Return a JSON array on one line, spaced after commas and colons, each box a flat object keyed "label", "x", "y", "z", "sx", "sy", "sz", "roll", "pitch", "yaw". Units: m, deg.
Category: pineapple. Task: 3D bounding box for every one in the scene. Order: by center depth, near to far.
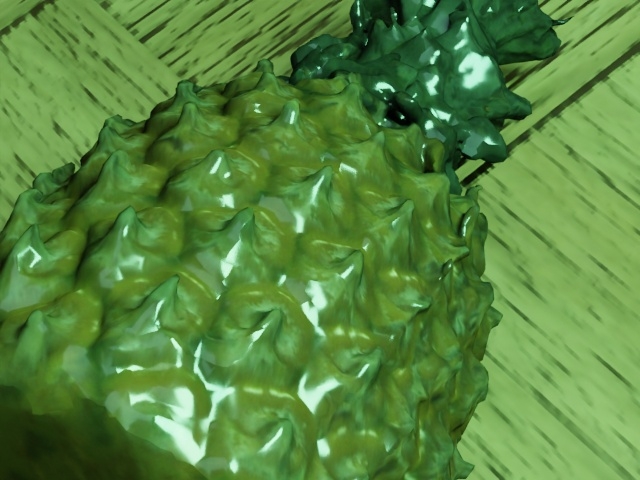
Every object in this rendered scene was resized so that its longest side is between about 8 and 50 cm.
[{"label": "pineapple", "x": 0.000, "y": 0.000, "z": 0.624, "sx": 0.202, "sy": 0.202, "sz": 0.362, "roll": 18, "pitch": 50, "yaw": 23}]
